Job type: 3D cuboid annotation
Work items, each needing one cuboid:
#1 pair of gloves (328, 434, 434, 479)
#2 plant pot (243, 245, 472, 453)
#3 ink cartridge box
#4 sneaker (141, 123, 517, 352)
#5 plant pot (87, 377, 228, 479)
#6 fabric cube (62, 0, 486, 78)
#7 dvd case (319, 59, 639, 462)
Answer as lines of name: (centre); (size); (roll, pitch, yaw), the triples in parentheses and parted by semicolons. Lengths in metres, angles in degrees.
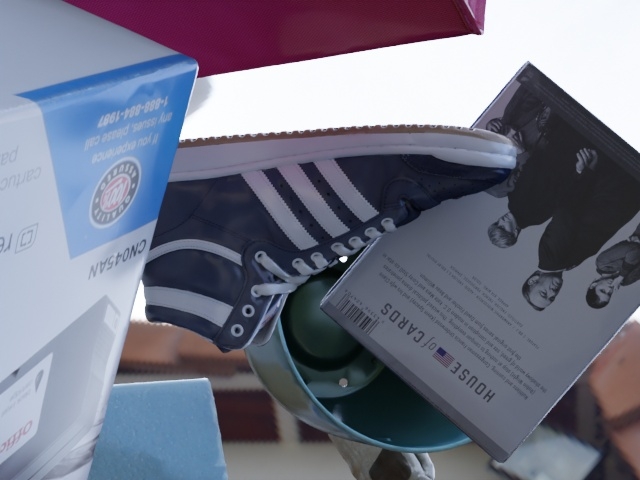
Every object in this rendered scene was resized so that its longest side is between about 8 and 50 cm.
pair of gloves: (0.044, 0.327, 1.779); (0.042, 0.240, 0.204); (23, 11, -38)
plant pot: (0.049, 0.071, 1.517); (0.293, 0.293, 0.235); (56, -23, -6)
ink cartridge box: (-0.239, 0.081, 0.739); (0.166, 0.285, 0.395); (25, -66, 18)
sneaker: (0.000, 0.000, 1.049); (0.282, 0.099, 0.153); (-3, -94, 11)
plant pot: (-0.220, 0.265, 1.152); (0.247, 0.252, 0.248); (-104, -151, -43)
fabric cube: (-0.053, -0.274, 0.897); (0.258, 0.254, 0.259); (-5, -31, 24)
dvd case: (0.142, 0.016, 1.090); (0.179, 0.239, 0.029); (41, 4, 5)
